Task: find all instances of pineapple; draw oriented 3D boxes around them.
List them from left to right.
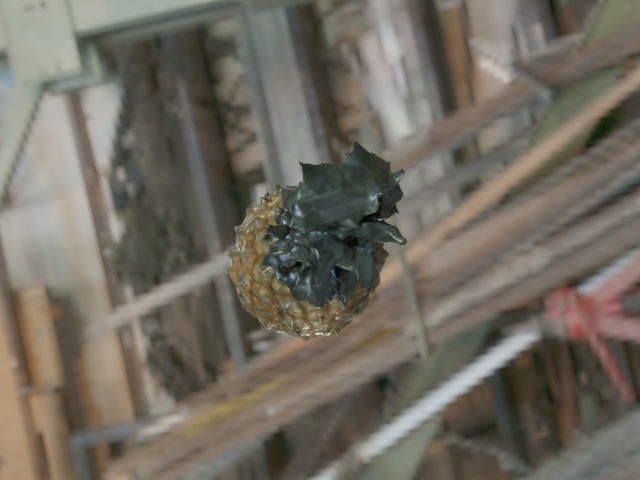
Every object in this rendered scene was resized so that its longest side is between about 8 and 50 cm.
[{"bbox_3d":[0.000,-0.001,1.447,0.248,0.128,0.128,126,134,-75],"label":"pineapple"}]
